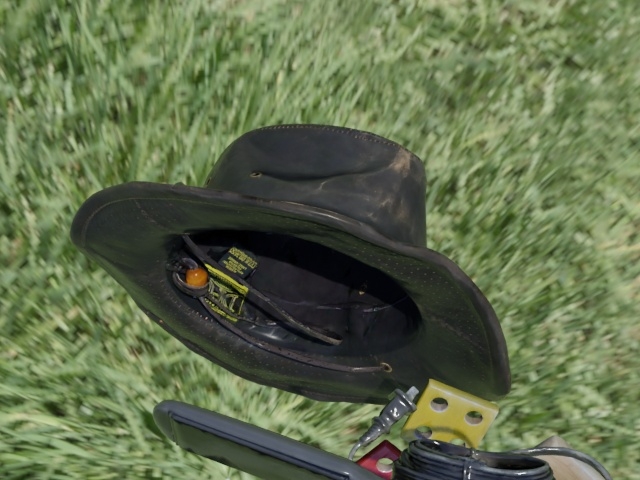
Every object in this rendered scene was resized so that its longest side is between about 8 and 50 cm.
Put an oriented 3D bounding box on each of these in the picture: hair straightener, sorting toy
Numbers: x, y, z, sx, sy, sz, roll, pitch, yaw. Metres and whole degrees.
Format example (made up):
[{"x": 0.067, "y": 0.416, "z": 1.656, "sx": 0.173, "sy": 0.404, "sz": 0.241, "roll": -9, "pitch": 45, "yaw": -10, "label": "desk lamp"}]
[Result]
[{"x": 0.036, "y": 0.099, "z": 0.722, "sx": 0.230, "sy": 0.047, "sz": 0.089, "roll": 9, "pitch": 61, "yaw": 12, "label": "hair straightener"}, {"x": 0.135, "y": 0.201, "z": 1.062, "sx": 0.132, "sy": 0.046, "sz": 0.274, "roll": -38, "pitch": 111, "yaw": 26, "label": "sorting toy"}]

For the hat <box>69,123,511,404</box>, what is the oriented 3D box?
[{"x": 0.000, "y": 0.000, "z": 1.166, "sx": 0.331, "sy": 0.331, "sz": 0.134, "roll": 24, "pitch": 66, "yaw": 0, "label": "hat"}]
